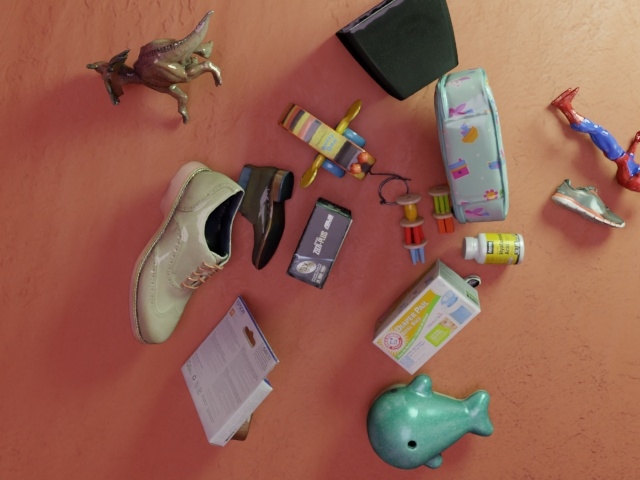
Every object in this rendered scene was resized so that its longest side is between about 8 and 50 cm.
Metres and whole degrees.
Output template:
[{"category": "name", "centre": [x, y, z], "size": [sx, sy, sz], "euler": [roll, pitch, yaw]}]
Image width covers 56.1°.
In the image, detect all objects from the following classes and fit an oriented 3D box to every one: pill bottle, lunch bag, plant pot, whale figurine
[{"category": "pill bottle", "centre": [0.356, 0.017, 1.246], "size": [0.116, 0.065, 0.065], "euler": [1, 99, 2]}, {"category": "lunch bag", "centre": [0.284, -0.175, 1.132], "size": [0.107, 0.224, 0.279], "euler": [-9, 111, 15]}, {"category": "plant pot", "centre": [0.156, -0.375, 1.146], "size": [0.187, 0.188, 0.167], "euler": [-31, 109, 6]}, {"category": "whale figurine", "centre": [0.234, 0.393, 1.271], "size": [0.272, 0.141, 0.216], "euler": [-7, 98, 3]}]

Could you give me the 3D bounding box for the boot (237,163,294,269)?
[{"category": "boot", "centre": [-0.132, -0.054, 1.263], "size": [0.106, 0.082, 0.219], "euler": [20, 101, 19]}]

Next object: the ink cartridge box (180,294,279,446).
[{"category": "ink cartridge box", "centre": [-0.182, 0.263, 1.241], "size": [0.045, 0.223, 0.224], "euler": [30, 104, -41]}]

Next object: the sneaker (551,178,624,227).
[{"category": "sneaker", "centre": [0.558, -0.077, 1.228], "size": [0.157, 0.061, 0.065], "euler": [26, 93, -2]}]

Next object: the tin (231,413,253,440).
[{"category": "tin", "centre": [-0.161, 0.340, 1.296], "size": [0.040, 0.106, 0.190], "euler": [13, 100, -6]}]

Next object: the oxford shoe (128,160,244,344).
[{"category": "oxford shoe", "centre": [-0.273, 0.045, 1.218], "size": [0.146, 0.140, 0.397], "euler": [23, 101, 25]}]

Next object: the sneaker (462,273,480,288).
[{"category": "sneaker", "centre": [0.301, 0.097, 1.275], "size": [0.083, 0.037, 0.032], "euler": [-29, 98, 8]}]

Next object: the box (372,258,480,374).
[{"category": "box", "centre": [0.214, 0.157, 1.236], "size": [0.114, 0.103, 0.203], "euler": [39, 110, -4]}]

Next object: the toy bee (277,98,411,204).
[{"category": "toy bee", "centre": [0.051, -0.182, 1.181], "size": [0.298, 0.162, 0.195], "euler": [13, 97, 0]}]

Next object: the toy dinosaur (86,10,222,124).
[{"category": "toy dinosaur", "centre": [-0.314, -0.333, 1.145], "size": [0.200, 0.295, 0.127], "euler": [7, 71, -36]}]

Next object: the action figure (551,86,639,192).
[{"category": "action figure", "centre": [0.604, -0.207, 1.187], "size": [0.139, 0.091, 0.280], "euler": [-38, 95, 16]}]

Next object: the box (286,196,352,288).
[{"category": "box", "centre": [0.000, 0.000, 1.200], "size": [0.077, 0.180, 0.147], "euler": [23, 99, -1]}]

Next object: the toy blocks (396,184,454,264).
[{"category": "toy blocks", "centre": [0.227, -0.030, 1.250], "size": [0.123, 0.054, 0.148], "euler": [-15, 112, -6]}]
